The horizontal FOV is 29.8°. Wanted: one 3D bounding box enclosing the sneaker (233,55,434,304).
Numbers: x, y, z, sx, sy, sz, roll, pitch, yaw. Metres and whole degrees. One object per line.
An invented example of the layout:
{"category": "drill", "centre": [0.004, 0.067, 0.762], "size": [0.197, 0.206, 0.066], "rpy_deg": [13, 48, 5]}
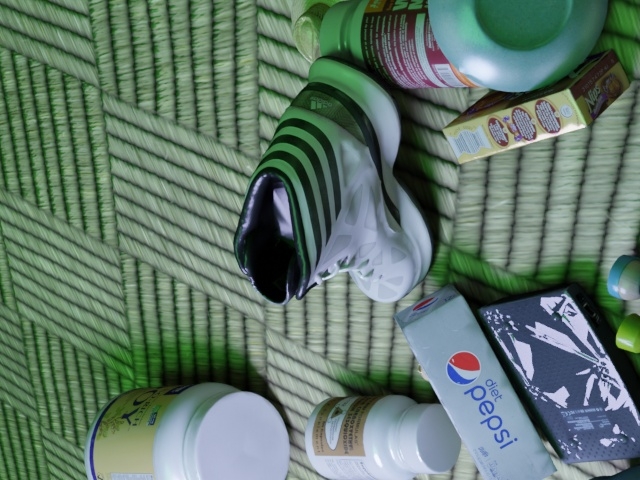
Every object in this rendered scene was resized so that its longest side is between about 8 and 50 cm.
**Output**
{"category": "sneaker", "centre": [-0.001, -0.001, 1.527], "size": [0.169, 0.257, 0.447], "rpy_deg": [24, 154, 28]}

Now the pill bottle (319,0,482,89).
{"category": "pill bottle", "centre": [0.112, -0.238, 1.410], "size": [0.221, 0.121, 0.121], "rpy_deg": [5, 123, 41]}

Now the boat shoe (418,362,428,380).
{"category": "boat shoe", "centre": [0.169, 0.181, 1.729], "size": [0.170, 0.063, 0.059], "rpy_deg": [51, 135, -2]}

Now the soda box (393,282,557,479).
{"category": "soda box", "centre": [0.212, 0.208, 1.650], "size": [0.286, 0.098, 0.091], "rpy_deg": [60, -179, -9]}

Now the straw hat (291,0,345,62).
{"category": "straw hat", "centre": [-0.003, -0.265, 1.545], "size": [0.144, 0.061, 0.145], "rpy_deg": [24, 133, 28]}

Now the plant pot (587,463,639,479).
{"category": "plant pot", "centre": [0.435, 0.398, 1.510], "size": [0.272, 0.271, 0.255], "rpy_deg": [58, 154, -9]}

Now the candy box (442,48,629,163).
{"category": "candy box", "centre": [0.243, -0.149, 1.367], "size": [0.186, 0.109, 0.053], "rpy_deg": [-16, 108, 49]}

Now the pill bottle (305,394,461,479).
{"category": "pill bottle", "centre": [0.096, 0.302, 1.839], "size": [0.229, 0.131, 0.131], "rpy_deg": [-10, 113, 46]}

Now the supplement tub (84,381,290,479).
{"category": "supplement tub", "centre": [-0.237, 0.374, 2.122], "size": [0.331, 0.241, 0.241], "rpy_deg": [-12, 111, 47]}

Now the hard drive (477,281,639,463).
{"category": "hard drive", "centre": [0.330, 0.174, 1.579], "size": [0.172, 0.054, 0.255], "rpy_deg": [-18, 106, 48]}

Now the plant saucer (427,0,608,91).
{"category": "plant saucer", "centre": [0.212, -0.254, 1.273], "size": [0.194, 0.037, 0.195], "rpy_deg": [0, 100, 0]}

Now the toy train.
{"category": "toy train", "centre": [0.417, 0.136, 1.440], "size": [0.143, 0.105, 0.248], "rpy_deg": [24, 135, 43]}
